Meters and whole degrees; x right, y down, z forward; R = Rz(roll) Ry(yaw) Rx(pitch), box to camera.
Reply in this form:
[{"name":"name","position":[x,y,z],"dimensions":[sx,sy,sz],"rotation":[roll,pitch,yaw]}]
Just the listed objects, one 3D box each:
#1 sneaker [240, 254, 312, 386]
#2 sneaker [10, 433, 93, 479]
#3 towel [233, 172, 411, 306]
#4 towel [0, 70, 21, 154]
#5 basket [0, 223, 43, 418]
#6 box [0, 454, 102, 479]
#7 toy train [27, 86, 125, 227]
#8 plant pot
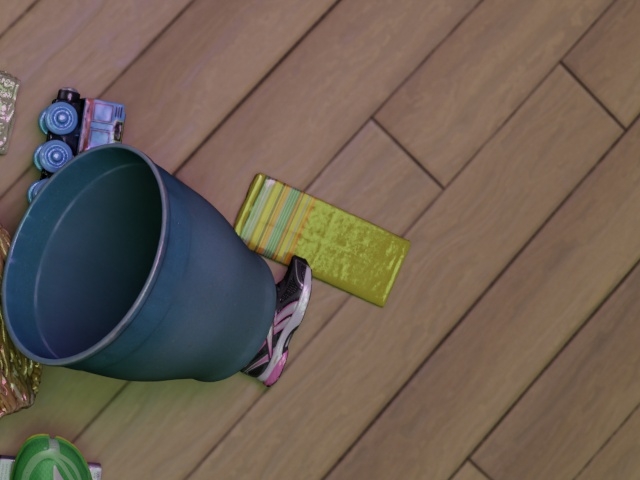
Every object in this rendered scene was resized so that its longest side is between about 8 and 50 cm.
[{"name":"sneaker","position":[-0.067,0.101,1.751],"dimensions":[0.077,0.072,0.178],"rotation":[20,88,-10]},{"name":"sneaker","position":[-0.335,0.386,1.622],"dimensions":[0.110,0.123,0.295],"rotation":[5,90,-13]},{"name":"towel","position":[0.000,0.000,1.796],"dimensions":[0.237,0.021,0.102],"rotation":[24,90,-14]},{"name":"towel","position":[-0.461,-0.172,1.678],"dimensions":[0.148,0.027,0.110],"rotation":[9,87,-14]},{"name":"basket","position":[-0.496,0.091,1.637],"dimensions":[0.213,0.223,0.299],"rotation":[-21,95,-45]},{"name":"box","position":[-0.382,0.351,1.694],"dimensions":[0.186,0.038,0.145],"rotation":[7,89,-13]},{"name":"toy train","position":[-0.311,-0.101,1.690],"dimensions":[0.105,0.080,0.184],"rotation":[9,88,-19]},{"name":"plant pot","position":[-0.201,0.056,1.612],"dimensions":[0.255,0.272,0.271],"rotation":[30,82,-46]}]
